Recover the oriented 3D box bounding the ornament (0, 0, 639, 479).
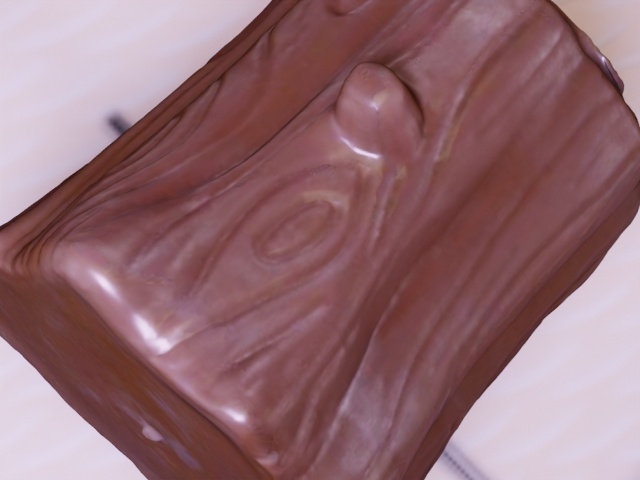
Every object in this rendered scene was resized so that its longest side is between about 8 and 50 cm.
[{"bbox_3d":[0.000,0.000,0.747,0.217,0.221,0.235,-47,135,-18],"label":"ornament"}]
